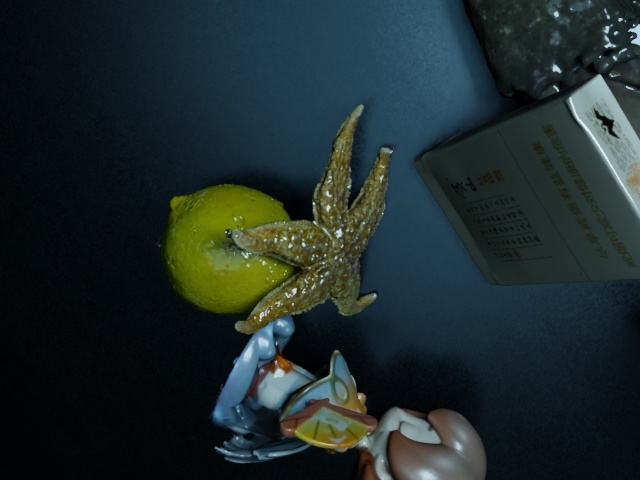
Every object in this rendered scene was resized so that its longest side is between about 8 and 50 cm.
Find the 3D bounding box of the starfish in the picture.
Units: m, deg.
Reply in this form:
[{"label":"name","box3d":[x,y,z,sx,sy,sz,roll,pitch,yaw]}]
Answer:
[{"label":"starfish","box3d":[0.003,0.001,1.035,0.060,0.302,0.299,21,126,37]}]

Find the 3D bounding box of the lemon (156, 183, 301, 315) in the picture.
[{"label":"lemon","box3d":[-0.114,0.015,1.089,0.206,0.173,0.174,19,105,-5]}]

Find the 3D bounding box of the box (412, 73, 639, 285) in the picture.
[{"label":"box","box3d":[0.242,-0.045,0.936,0.051,0.365,0.205,-35,96,-17]}]

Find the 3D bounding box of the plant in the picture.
[{"label":"plant","box3d":[0.297,-0.206,0.956,0.181,0.194,0.321,-33,88,38]}]

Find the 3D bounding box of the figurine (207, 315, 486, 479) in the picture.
[{"label":"figurine","box3d":[0.047,0.286,1.083,0.388,0.276,0.248,29,103,6]}]
